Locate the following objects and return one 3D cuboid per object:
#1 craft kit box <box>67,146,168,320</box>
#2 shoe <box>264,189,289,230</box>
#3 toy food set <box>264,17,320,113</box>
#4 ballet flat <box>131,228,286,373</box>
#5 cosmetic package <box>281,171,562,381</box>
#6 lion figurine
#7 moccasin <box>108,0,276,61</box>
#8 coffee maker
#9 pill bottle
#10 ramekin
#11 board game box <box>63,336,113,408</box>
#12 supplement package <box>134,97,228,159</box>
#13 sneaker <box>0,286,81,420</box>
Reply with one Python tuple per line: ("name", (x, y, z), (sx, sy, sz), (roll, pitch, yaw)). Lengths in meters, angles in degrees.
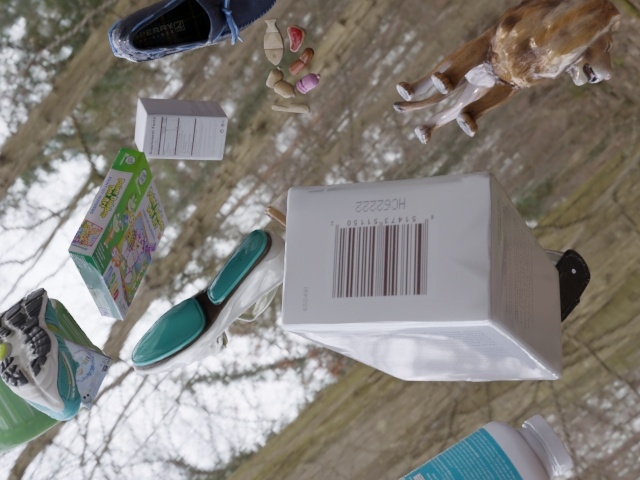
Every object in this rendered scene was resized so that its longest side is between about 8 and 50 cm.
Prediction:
("craft kit box", (-0.387, -0.010, 1.920), (0.061, 0.250, 0.246), (11, -121, 11))
("shoe", (0.000, 0.000, 1.658), (0.219, 0.058, 0.076), (44, 166, -26))
("toy food set", (-0.036, -0.232, 1.307), (0.078, 0.122, 0.019), (9, -159, 20))
("ballet flat", (-0.200, 0.148, 1.956), (0.139, 0.400, 0.139), (44, -170, -10))
("cosmetic package", (0.145, 0.066, 1.191), (0.453, 0.230, 0.161), (36, -126, -64))
("lion figurine", (0.253, -0.258, 1.432), (0.142, 0.240, 0.392), (53, 172, -17))
("moccasin", (-0.220, -0.406, 1.843), (0.117, 0.342, 0.137), (26, 143, 60))
("coffee maker", (0.349, 0.074, 1.723), (0.171, 0.178, 0.120), (-34, -61, -25))
("pill bottle", (0.233, 0.362, 1.440), (0.146, 0.264, 0.146), (58, 175, 8))
("ramekin", (-0.549, 0.233, 1.761), (0.148, 0.303, 0.303), (63, -157, -20))
("board game box", (-0.402, 0.219, 1.626), (0.090, 0.090, 0.020), (26, 177, -13))
("supplement package", (-0.305, -0.243, 2.146), (0.179, 0.105, 0.105), (0, -152, -20))
("sneaker", (-0.395, 0.159, 1.374), (0.110, 0.107, 0.275), (56, 177, -32))
